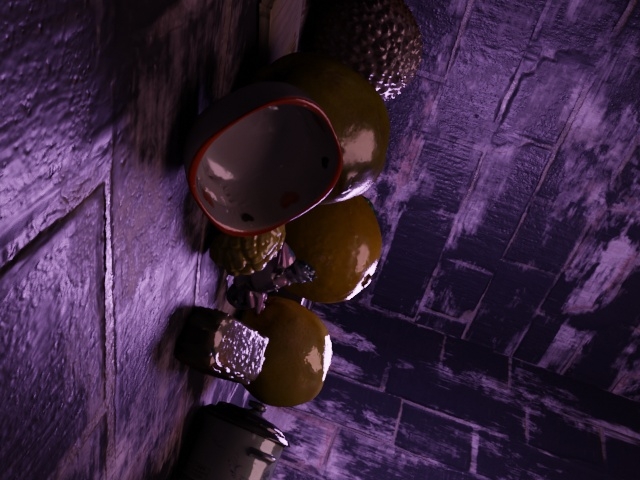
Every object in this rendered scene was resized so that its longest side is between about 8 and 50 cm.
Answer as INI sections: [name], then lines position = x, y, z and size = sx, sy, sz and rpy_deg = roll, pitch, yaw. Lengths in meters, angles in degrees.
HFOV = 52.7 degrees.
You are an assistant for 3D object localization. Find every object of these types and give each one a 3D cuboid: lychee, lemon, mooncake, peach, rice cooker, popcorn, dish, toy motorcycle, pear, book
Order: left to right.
[rice cooker]
position = -0.236, 0.586, 1.787
size = 0.317, 0.264, 0.316
rpy_deg = -34, -143, 30
[popcorn]
position = -0.146, -0.002, 1.313
size = 0.173, 0.142, 0.173
rpy_deg = -47, -152, 35
[dish]
position = -0.099, -0.138, 1.005
size = 0.117, 0.256, 0.256
rpy_deg = 58, -33, 39
[toy motorcycle]
position = -0.113, 0.085, 1.541
size = 0.239, 0.204, 0.108
rpy_deg = 107, -2, -47
[peach]
position = -0.119, 0.319, 1.861
size = 0.281, 0.314, 0.315
rpy_deg = -47, 158, -36
[book]
position = -0.072, -0.398, 1.241
size = 0.282, 0.025, 0.215
rpy_deg = 101, 9, -57
[mooncake]
position = -0.120, 0.214, 2.242
size = 0.245, 0.133, 0.245
rpy_deg = 19, 90, -86
[pear]
position = -0.009, -0.202, 1.203
size = 0.321, 0.269, 0.269
rpy_deg = 45, 58, -45
[lemon]
position = 0.000, 0.000, 1.708
size = 0.348, 0.348, 0.348
rpy_deg = 19, 90, -84
[lychee]
position = 0.110, -0.461, 1.536
size = 0.300, 0.300, 0.300
rpy_deg = 19, 90, -84

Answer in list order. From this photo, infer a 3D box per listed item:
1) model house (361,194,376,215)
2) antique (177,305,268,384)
[model house]
position = -0.021, -0.017, 1.953
size = 0.325, 0.267, 0.194
rpy_deg = -59, 167, -8
[antique]
position = -0.224, 0.229, 1.415
size = 0.284, 0.150, 0.125
rpy_deg = 67, 37, -69
